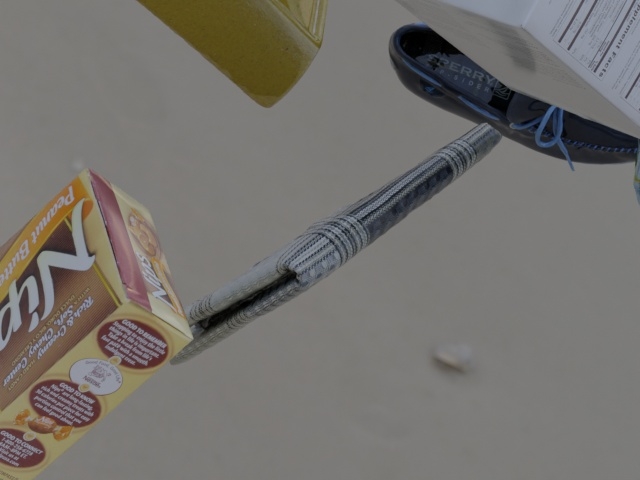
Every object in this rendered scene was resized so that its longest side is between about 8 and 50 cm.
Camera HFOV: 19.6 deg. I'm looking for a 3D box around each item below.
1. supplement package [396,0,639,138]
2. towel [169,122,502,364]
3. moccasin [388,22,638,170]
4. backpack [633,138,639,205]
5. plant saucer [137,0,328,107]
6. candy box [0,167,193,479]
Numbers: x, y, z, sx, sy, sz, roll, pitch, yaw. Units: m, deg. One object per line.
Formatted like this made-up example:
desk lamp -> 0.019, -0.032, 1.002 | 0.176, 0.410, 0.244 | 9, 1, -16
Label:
supplement package -> 0.219, -0.244, 1.662 | 0.199, 0.198, 0.262 | 27, -2, 42
towel -> 0.000, 0.000, 1.903 | 0.312, 0.324, 0.056 | -36, 91, -35
moccasin -> 0.231, -0.161, 2.080 | 0.342, 0.138, 0.117 | 12, -4, 14
backpack -> 0.472, -0.060, 1.831 | 0.355, 0.290, 0.273 | 21, 49, -21
plant saucer -> -0.063, -0.342, 1.885 | 0.081, 0.333, 0.333 | 1, -16, 23
candy box -> -0.267, 0.108, 1.615 | 0.087, 0.316, 0.183 | 37, 19, -40
